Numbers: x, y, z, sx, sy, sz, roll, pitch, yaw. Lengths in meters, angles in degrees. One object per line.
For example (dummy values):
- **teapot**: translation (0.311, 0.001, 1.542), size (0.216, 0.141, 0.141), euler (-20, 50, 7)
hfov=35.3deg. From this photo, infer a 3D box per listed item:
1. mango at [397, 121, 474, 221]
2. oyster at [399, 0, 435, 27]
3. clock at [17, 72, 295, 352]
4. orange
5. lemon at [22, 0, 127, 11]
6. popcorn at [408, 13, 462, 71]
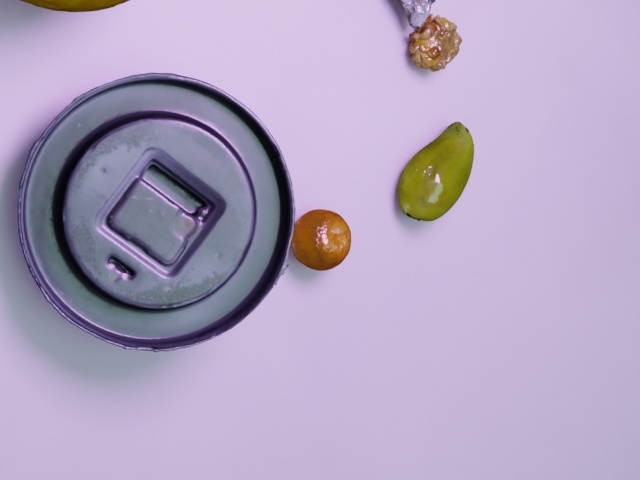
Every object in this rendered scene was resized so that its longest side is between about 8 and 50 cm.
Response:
- **mango**: translation (0.172, -0.100, 1.443), size (0.091, 0.074, 0.165), euler (42, 72, -31)
- **oyster**: translation (0.124, -0.390, 1.374), size (0.125, 0.064, 0.177), euler (-38, 117, -21)
- **clock**: translation (-0.182, -0.031, 1.138), size (0.312, 0.061, 0.313), euler (-2, 95, -17)
- **orange**: translation (0.000, 0.000, 1.333), size (0.083, 0.070, 0.083), euler (6, 81, -40)
- **lemon**: translation (-0.238, -0.357, 0.996), size (0.267, 0.267, 0.267), euler (-6, 101, -36)
- **popcorn**: translation (0.160, -0.280, 1.418), size (0.082, 0.057, 0.083), euler (-24, 108, -33)
